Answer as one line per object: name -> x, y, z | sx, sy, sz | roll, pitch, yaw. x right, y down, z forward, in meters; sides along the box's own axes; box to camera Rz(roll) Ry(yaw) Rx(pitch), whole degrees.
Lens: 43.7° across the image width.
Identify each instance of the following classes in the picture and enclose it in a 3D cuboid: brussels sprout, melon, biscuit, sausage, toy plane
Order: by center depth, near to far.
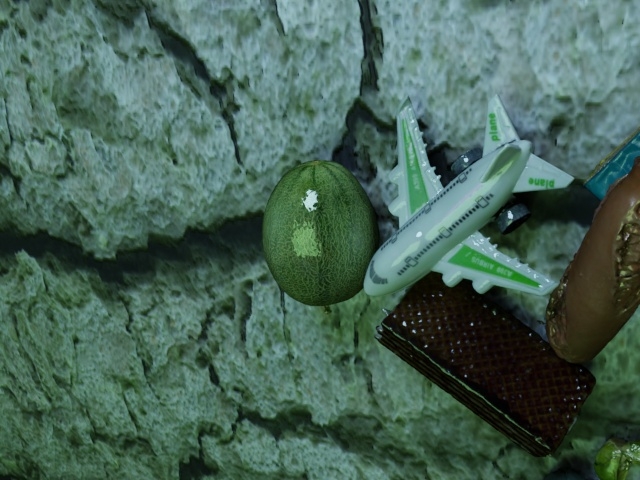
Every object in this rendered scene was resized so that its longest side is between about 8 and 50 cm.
sausage -> 0.270, 0.038, 0.757 | 0.079, 0.087, 0.326 | 22, 152, 14
toy plane -> 0.139, -0.022, 0.844 | 0.255, 0.101, 0.251 | -47, 68, 31
biscuit -> 0.182, 0.132, 0.918 | 0.252, 0.106, 0.070 | 37, 159, 9
brussels sprout -> 0.359, 0.254, 0.931 | 0.083, 0.046, 0.051 | -33, 93, 29
melon -> 0.000, 0.000, 0.940 | 0.139, 0.139, 0.192 | 8, 116, 27

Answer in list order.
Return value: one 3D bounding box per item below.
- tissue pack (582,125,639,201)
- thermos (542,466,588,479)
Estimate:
tissue pack -> 0.352, -0.045, 0.739 | 0.169, 0.082, 0.120 | 41, 130, 5
thermos -> 0.379, 0.388, 0.929 | 0.287, 0.145, 0.182 | 29, 124, 12
